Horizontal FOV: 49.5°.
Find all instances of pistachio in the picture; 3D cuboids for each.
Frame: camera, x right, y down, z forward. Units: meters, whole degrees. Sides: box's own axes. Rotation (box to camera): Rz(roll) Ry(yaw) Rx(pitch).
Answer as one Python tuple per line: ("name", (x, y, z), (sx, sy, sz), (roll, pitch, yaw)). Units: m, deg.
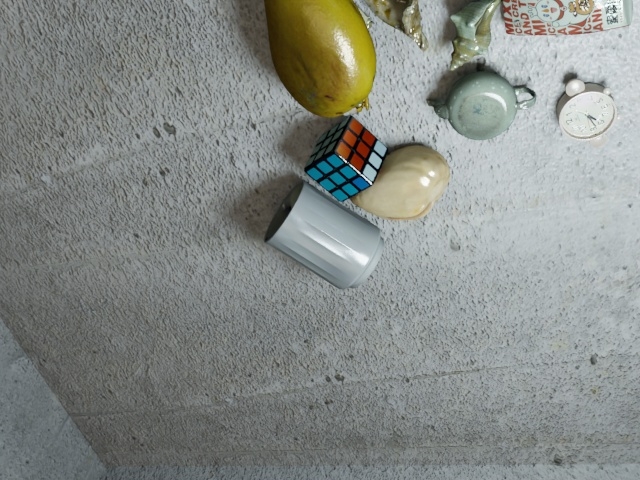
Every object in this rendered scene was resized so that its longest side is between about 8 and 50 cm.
("pistachio", (0.236, -0.166, 2.080), (0.317, 0.214, 0.193), (-13, 168, 29))

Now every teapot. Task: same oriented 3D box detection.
("teapot", (0.441, -0.373, 1.904), (0.294, 0.130, 0.193), (-7, 127, 14))

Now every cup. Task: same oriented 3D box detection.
("cup", (0.000, 0.000, 2.244), (0.326, 0.237, 0.322), (32, 157, -14))

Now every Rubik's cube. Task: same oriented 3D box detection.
("Rubik's cube", (0.076, -0.238, 2.037), (0.160, 0.163, 0.162), (39, 143, -19))

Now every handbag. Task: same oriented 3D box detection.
("handbag", (0.591, -0.590, 1.684), (0.297, 0.151, 0.171), (-8, 132, 22))

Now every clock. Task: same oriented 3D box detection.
("clock", (0.730, -0.353, 1.902), (0.155, 0.063, 0.229), (-25, 122, 25))

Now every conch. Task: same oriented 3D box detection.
("conch", (0.383, -0.550, 1.777), (0.114, 0.137, 0.234), (24, 124, 25))

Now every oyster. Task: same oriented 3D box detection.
("oyster", (0.179, -0.658, 1.732), (0.204, 0.111, 0.396), (30, 153, 28))

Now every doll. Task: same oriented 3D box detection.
("doll", (0.074, -0.401, 1.997), (0.126, 0.073, 0.084), (-4, 94, 9))

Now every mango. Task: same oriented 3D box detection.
("mango", (-0.013, -0.526, 1.795), (0.301, 0.220, 0.445), (11, 137, 43))

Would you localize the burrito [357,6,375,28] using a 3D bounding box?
("burrito", (0.063, -0.621, 1.837), (0.185, 0.041, 0.045), (38, 84, -18))
